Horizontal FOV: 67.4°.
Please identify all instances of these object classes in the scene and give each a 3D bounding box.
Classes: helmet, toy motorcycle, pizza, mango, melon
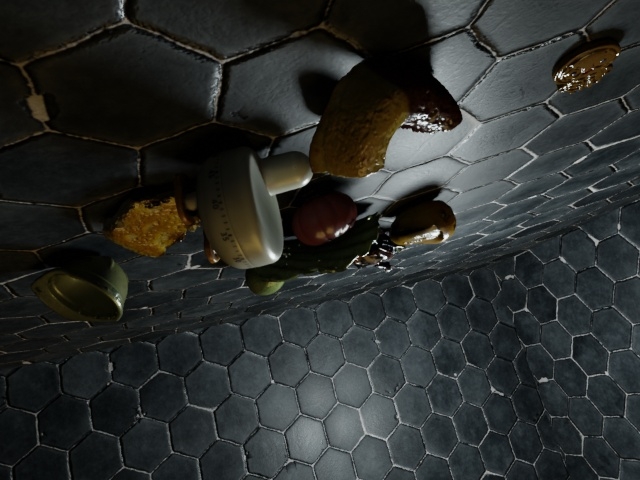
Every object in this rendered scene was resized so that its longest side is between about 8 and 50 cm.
[{"bbox_3d":[-0.603,0.108,1.262,0.257,0.137,0.204,-5,132,23],"label":"helmet"},{"bbox_3d":[0.213,0.045,1.821,0.207,0.134,0.400,-26,160,35],"label":"toy motorcycle"},{"bbox_3d":[-0.337,-0.058,1.048,0.296,0.071,0.189,-28,148,28],"label":"pizza"},{"bbox_3d":[0.336,-0.048,1.588,0.248,0.156,0.151,-30,-165,45],"label":"mango"},{"bbox_3d":[-0.194,0.123,1.688,0.139,0.139,0.192,-2,156,-40],"label":"melon"}]

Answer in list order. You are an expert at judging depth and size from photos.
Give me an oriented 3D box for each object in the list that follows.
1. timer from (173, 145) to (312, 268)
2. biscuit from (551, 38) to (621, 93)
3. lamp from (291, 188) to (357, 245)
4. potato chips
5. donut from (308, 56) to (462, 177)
[{"bbox_3d":[-0.124,-0.068,0.914,0.239,0.234,0.233,-14,165,7],"label":"timer"},{"bbox_3d":[0.531,-0.342,0.958,0.124,0.026,0.175,-22,163,24],"label":"biscuit"},{"bbox_3d":[0.005,-0.065,1.244,0.181,0.140,0.182,-24,-178,1],"label":"lamp"},{"bbox_3d":[-0.008,0.003,1.410,0.388,0.097,0.373,-14,-166,6],"label":"potato chips"},{"bbox_3d":[0.121,-0.213,0.778,0.295,0.112,0.151,-32,139,-21],"label":"donut"}]
